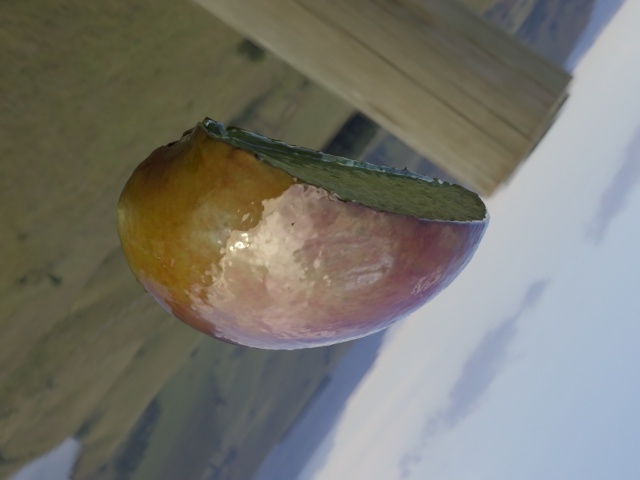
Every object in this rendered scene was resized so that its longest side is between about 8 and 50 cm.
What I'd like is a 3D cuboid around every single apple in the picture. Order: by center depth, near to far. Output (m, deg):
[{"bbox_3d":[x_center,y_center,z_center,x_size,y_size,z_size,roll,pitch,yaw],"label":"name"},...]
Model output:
[{"bbox_3d":[0.000,0.000,1.144,0.254,0.346,0.179,-21,-114,47],"label":"apple"}]
